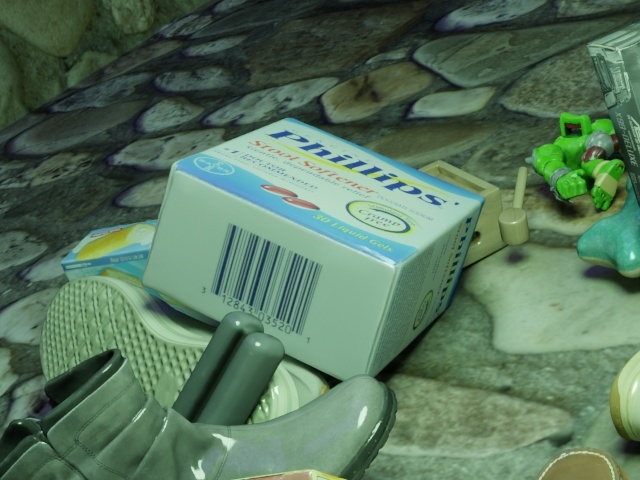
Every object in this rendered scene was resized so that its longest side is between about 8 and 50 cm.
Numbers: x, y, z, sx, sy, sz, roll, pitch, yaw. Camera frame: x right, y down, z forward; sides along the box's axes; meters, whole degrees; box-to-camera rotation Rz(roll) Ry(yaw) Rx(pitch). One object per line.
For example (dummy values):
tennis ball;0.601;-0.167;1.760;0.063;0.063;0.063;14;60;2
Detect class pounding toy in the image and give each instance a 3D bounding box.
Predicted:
pounding toy;0.182;-0.017;1.646;0.181;0.094;0.206;-26;31;-22

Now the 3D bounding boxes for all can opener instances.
can opener;-0.142;0.194;1.273;0.076;0.095;0.283;42;108;42

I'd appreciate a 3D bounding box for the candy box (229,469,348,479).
candy box;-0.014;0.236;0.983;0.183;0.088;0.316;-12;-21;24

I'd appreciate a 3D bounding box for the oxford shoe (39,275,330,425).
oxford shoe;-0.156;0.148;1.460;0.449;0.169;0.130;15;0;45

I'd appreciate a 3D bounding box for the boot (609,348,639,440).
boot;0.401;0.095;1.170;0.262;0.095;0.203;-38;26;-30

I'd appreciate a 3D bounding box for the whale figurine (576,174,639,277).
whale figurine;0.400;-0.063;1.474;0.272;0.141;0.216;-29;24;-16

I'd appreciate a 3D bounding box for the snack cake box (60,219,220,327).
snack cake box;-0.179;0.053;1.721;0.264;0.152;0.089;-9;26;29

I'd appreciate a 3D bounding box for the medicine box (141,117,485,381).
medicine box;0.000;0.000;1.462;0.263;0.149;0.289;24;23;16

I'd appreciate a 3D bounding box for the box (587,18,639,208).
box;0.421;-0.098;1.314;0.242;0.307;0.076;-24;18;-8

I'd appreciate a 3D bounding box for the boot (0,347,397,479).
boot;-0.117;0.176;1.189;0.338;0.223;0.118;-38;15;1

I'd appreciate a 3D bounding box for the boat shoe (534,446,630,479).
boat shoe;0.170;0.249;1.000;0.123;0.116;0.324;-10;25;26

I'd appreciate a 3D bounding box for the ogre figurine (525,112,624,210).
ogre figurine;0.347;-0.107;1.689;0.197;0.097;0.118;-41;38;-15
